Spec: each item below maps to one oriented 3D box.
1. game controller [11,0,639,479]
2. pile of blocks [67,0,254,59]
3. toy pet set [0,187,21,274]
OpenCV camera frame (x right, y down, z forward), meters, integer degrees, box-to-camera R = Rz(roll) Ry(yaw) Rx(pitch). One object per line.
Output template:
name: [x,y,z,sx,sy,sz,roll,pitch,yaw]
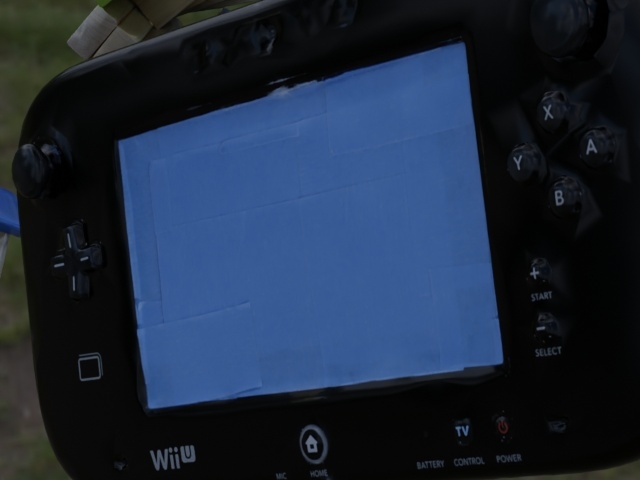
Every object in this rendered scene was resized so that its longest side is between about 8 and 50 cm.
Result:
game controller: [0.000,0.000,0.669,0.067,0.166,0.319,9,-14,-41]
pile of blocks: [-0.113,-0.141,1.486,0.149,0.362,0.112,-11,22,17]
toy pet set: [-0.203,-0.016,0.985,0.114,0.065,0.122,23,-25,-30]
